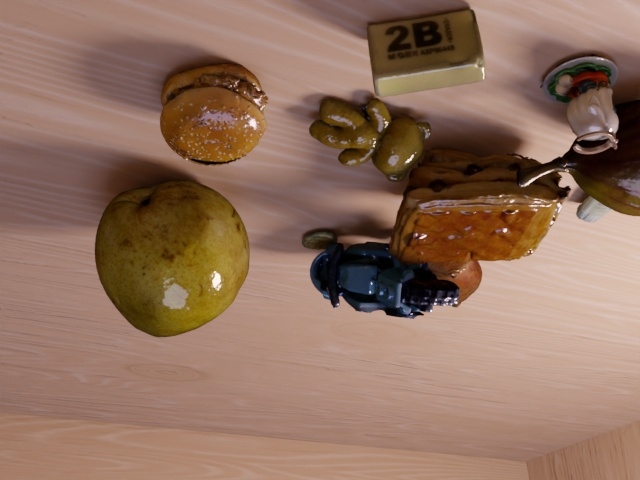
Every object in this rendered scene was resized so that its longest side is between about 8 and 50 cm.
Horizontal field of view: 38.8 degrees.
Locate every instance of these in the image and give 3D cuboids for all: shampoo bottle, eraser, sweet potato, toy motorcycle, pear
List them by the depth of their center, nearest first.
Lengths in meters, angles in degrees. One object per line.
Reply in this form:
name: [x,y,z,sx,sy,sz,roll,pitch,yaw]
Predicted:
eraser: [0.161,-0.289,1.395,0.172,0.117,0.058,-8,148,5]
pear: [-0.293,0.027,1.746,0.304,0.303,0.304,-4,152,-2]
shampoo bottle: [0.606,-0.108,1.882,0.072,0.049,0.212,1,151,-19]
toy motorcycle: [0.121,0.089,1.938,0.232,0.172,0.416,2,-172,-19]
sweet potato: [0.317,0.084,2.122,0.131,0.131,0.336,-12,152,13]

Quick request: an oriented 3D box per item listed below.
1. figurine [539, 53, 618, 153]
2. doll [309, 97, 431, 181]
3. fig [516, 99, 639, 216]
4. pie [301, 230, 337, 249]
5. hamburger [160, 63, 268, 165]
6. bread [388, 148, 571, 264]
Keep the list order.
figurine: [0.449,-0.218,1.536,0.132,0.153,0.132,-3,152,-2]
doll: [0.085,-0.193,1.623,0.210,0.097,0.137,22,113,-16]
fig: [0.499,-0.131,1.606,0.321,0.217,0.217,-12,154,-14]
pie: [-0.001,0.000,2.019,0.084,0.021,0.084,-2,156,-1]
hamburger: [-0.170,-0.207,1.504,0.191,0.118,0.182,-22,151,21]
bread: [0.294,-0.074,1.769,0.325,0.167,0.277,-3,153,-8]
